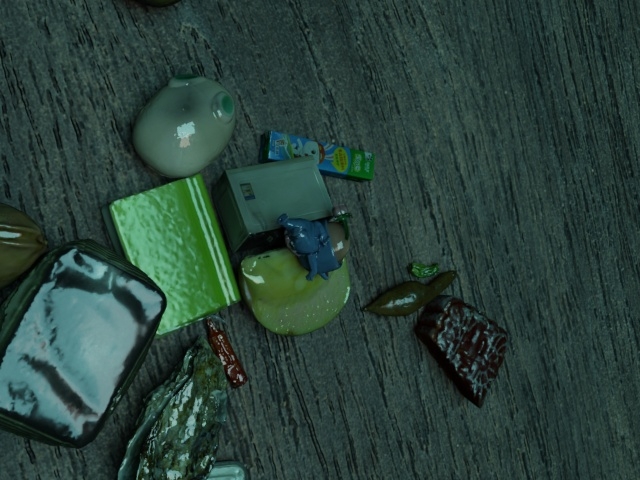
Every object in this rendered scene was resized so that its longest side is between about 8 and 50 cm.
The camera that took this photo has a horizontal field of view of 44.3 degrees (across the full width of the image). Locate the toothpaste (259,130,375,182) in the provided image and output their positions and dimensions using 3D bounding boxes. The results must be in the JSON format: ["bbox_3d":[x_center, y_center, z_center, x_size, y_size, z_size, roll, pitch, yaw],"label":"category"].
[{"bbox_3d":[-0.005,-0.183,1.732,0.266,0.050,0.065,9,81,-28],"label":"toothpaste"}]

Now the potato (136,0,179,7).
[{"bbox_3d":[-0.353,-0.565,1.511,0.251,0.159,0.174,32,50,-14],"label":"potato"}]

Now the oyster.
[{"bbox_3d":[-0.268,0.342,1.510,0.162,0.158,0.351,61,39,-55],"label":"oyster"}]

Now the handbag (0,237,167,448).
[{"bbox_3d":[-0.449,0.175,1.375,0.247,0.240,0.341,31,74,-21],"label":"handbag"}]

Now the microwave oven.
[{"bbox_3d":[-0.100,-0.073,1.622,0.204,0.129,0.163,-12,75,-27],"label":"microwave oven"}]

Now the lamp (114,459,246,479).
[{"bbox_3d":[-0.275,0.578,1.553,0.269,0.047,0.267,2,83,-27],"label":"lamp"}]

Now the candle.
[{"bbox_3d":[-0.194,0.227,1.614,0.053,0.048,0.162,-38,105,-55],"label":"candle"}]

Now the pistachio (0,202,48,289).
[{"bbox_3d":[-0.573,0.007,1.310,0.212,0.260,0.163,-5,80,-37],"label":"pistachio"}]

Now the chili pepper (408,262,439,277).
[{"bbox_3d":[0.247,0.070,1.866,0.091,0.030,0.034,2,61,-30],"label":"chili pepper"}]

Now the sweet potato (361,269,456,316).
[{"bbox_3d":[0.222,0.126,1.823,0.269,0.074,0.075,-19,96,-27],"label":"sweet potato"}]

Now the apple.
[{"bbox_3d":[-0.063,0.101,1.648,0.264,0.120,0.193,-13,99,-35],"label":"apple"}]

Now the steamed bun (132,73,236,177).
[{"bbox_3d":[-0.259,-0.234,1.532,0.177,0.131,0.228,38,60,7],"label":"steamed bun"}]

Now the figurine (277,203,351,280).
[{"bbox_3d":[0.001,-0.005,1.534,0.144,0.114,0.178,-37,143,14],"label":"figurine"}]

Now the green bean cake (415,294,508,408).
[{"bbox_3d":[0.331,0.252,1.862,0.232,0.097,0.199,39,71,-21],"label":"green bean cake"}]

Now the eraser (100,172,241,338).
[{"bbox_3d":[-0.290,0.028,1.551,0.210,0.092,0.274,-22,96,-28],"label":"eraser"}]
